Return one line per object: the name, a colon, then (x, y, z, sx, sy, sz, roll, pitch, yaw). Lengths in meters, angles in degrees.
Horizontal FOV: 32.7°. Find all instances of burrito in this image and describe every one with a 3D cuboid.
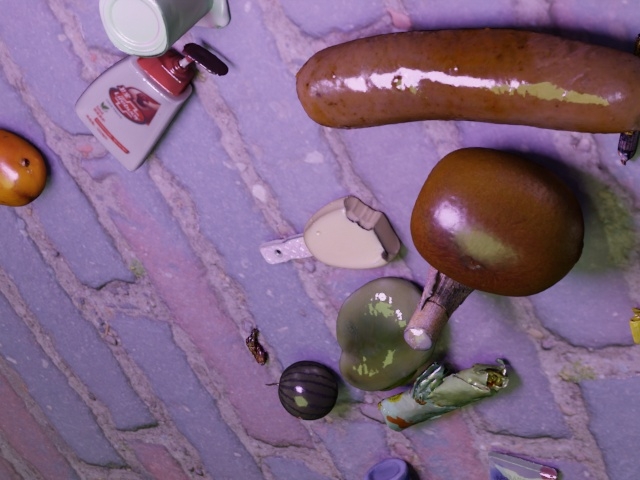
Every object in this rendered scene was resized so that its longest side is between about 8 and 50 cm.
burrito: (0.190, 0.254, 1.826, 0.104, 0.054, 0.288, 31, 141, -28)

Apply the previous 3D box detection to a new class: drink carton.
drink carton: (-0.230, -0.338, 1.533, 0.144, 0.142, 0.146, 12, 133, 24)

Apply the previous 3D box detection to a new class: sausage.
sausage: (0.187, -0.205, 1.397, 0.501, 0.123, 0.136, 4, 110, 29)
sausage: (0.395, -0.177, 1.369, 0.028, 0.025, 0.198, 21, 134, 25)

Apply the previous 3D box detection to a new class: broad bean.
broad bean: (0.107, 0.159, 1.783, 0.169, 0.100, 0.228, 10, 129, 16)

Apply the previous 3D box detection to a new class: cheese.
cheese: (0.000, 0.000, 1.743, 0.255, 0.050, 0.127, -11, 120, 38)

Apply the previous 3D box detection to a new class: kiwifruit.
kiwifruit: (0.243, -0.022, 1.479, 0.234, 0.196, 0.196, 24, 135, 4)

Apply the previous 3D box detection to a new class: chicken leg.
chicken leg: (-0.121, 0.196, 2.007, 0.036, 0.021, 0.083, 8, 126, 39)

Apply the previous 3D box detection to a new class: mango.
mango: (-0.586, -0.133, 1.948, 0.219, 0.112, 0.144, 15, 136, 26)

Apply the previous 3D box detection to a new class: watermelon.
watermelon: (-0.035, 0.265, 1.946, 0.133, 0.105, 0.105, 14, 136, -6)

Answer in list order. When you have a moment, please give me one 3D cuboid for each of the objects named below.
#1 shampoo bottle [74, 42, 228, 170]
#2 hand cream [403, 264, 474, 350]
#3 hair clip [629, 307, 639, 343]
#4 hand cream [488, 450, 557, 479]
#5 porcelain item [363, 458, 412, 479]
shampoo bottle: (-0.260, -0.227, 1.695, 0.153, 0.071, 0.284, 49, 136, -12)
hand cream: (0.174, 0.086, 1.599, 0.084, 0.203, 0.084, 18, 135, 19)
hair clip: (0.521, 0.114, 1.524, 0.173, 0.046, 0.072, -3, 128, 31)
hand cream: (0.352, 0.518, 1.962, 0.124, 0.078, 0.340, 14, 128, 23)
porcelain item: (0.165, 0.538, 2.045, 0.141, 0.141, 0.259, -8, 113, 36)
